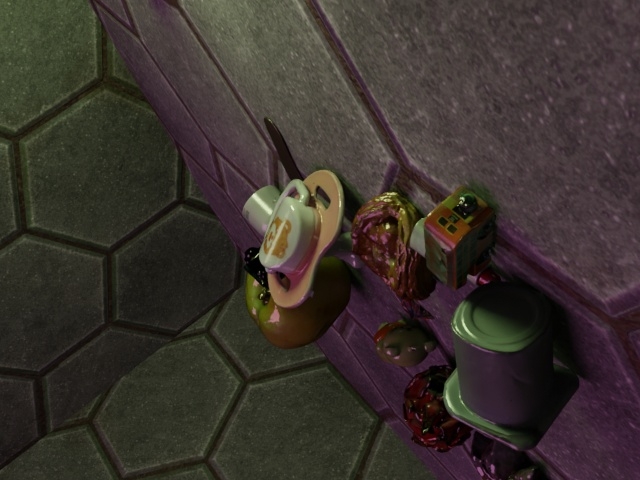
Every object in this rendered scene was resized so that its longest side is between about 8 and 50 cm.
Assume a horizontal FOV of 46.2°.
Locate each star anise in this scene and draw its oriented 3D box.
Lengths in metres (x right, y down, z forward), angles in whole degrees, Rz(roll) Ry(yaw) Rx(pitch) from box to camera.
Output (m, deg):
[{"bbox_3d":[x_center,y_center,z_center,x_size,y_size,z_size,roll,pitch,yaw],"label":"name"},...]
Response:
[{"bbox_3d":[0.487,0.610,1.859,0.331,0.118,0.331,49,163,21],"label":"star anise"}]

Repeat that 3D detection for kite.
[{"bbox_3d":[0.197,0.135,1.825,0.241,0.014,0.183,46,166,35],"label":"kite"}]

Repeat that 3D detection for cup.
[{"bbox_3d":[-0.132,-0.059,2.230,0.142,0.134,0.173,45,165,23],"label":"cup"}]

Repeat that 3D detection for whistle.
[{"bbox_3d":[0.203,0.265,1.939,0.288,0.131,0.106,172,91,-80],"label":"whistle"}]

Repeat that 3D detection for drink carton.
[{"bbox_3d":[0.284,0.186,1.182,0.191,0.185,0.189,23,145,39],"label":"drink carton"}]

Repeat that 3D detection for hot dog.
[{"bbox_3d":[0.141,0.022,1.448,0.175,0.114,0.259,43,166,34],"label":"hot dog"}]

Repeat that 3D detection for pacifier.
[{"bbox_3d":[-0.019,0.002,1.705,0.273,0.332,0.220,27,-161,4],"label":"pacifier"}]

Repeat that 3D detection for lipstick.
[{"bbox_3d":[0.237,0.032,1.263,0.186,0.057,0.063,38,134,34],"label":"lipstick"}]

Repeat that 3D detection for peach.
[{"bbox_3d":[-0.065,0.140,2.122,0.281,0.316,0.314,44,132,22],"label":"peach"}]

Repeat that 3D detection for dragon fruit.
[{"bbox_3d":[0.290,0.394,1.806,0.193,0.192,0.274,51,160,51],"label":"dragon fruit"}]

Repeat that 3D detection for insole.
[{"bbox_3d":[-0.079,-0.192,1.933,0.111,0.007,0.328,40,163,42],"label":"insole"}]

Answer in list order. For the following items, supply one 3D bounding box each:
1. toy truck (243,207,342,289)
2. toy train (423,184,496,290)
[{"bbox_3d":[-0.068,0.019,1.901,0.127,0.257,0.127,39,165,48],"label":"toy truck"},{"bbox_3d":[0.210,-0.003,1.140,0.072,0.099,0.188,47,168,29],"label":"toy train"}]
